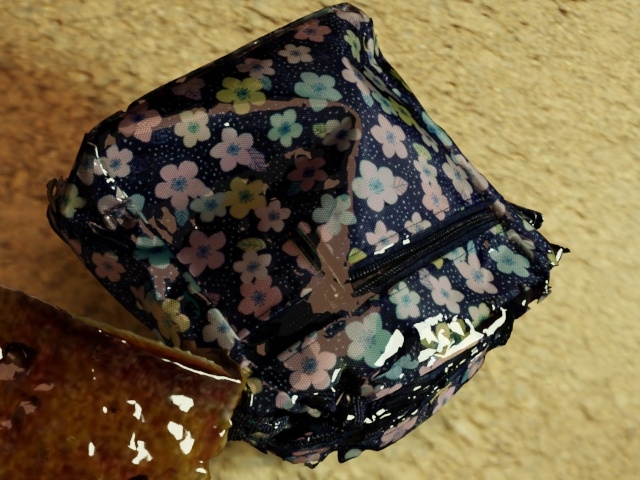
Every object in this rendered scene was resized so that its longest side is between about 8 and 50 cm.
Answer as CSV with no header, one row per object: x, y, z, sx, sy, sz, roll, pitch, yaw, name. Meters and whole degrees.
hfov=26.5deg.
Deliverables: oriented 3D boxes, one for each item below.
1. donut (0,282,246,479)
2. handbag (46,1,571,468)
-0.150,0.068,0.552,0.187,0.144,0.126,20,78,-36,donut
0.000,0.000,0.687,0.229,0.127,0.207,-30,78,-34,handbag
